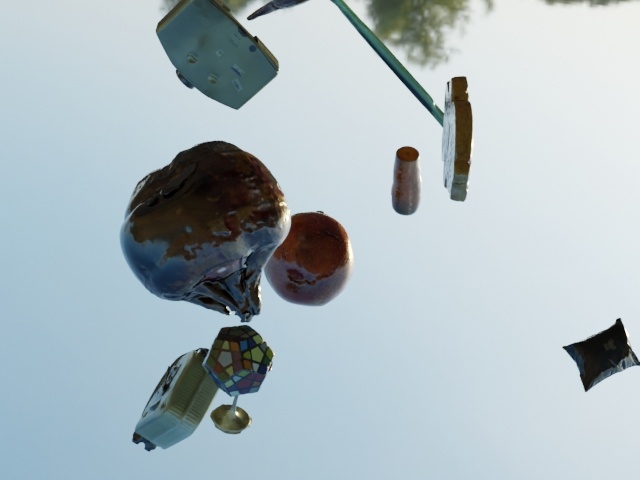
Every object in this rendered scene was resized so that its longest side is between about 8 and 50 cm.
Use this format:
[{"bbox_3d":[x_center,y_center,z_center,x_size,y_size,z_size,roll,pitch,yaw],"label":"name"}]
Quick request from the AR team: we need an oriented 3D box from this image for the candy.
[{"bbox_3d":[0.064,-0.312,1.422,0.440,0.119,0.119,42,-176,-30],"label":"candy"}]

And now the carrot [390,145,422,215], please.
[{"bbox_3d":[0.225,-0.155,2.488,0.087,0.193,0.087,0,-143,0],"label":"carrot"}]

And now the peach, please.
[{"bbox_3d":[-0.027,0.043,2.235,0.231,0.230,0.231,5,-158,-2],"label":"peach"}]

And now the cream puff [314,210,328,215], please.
[{"bbox_3d":[-0.001,-0.001,2.451,0.121,0.156,0.156,-37,-158,8],"label":"cream puff"}]

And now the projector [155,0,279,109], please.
[{"bbox_3d":[-0.246,-0.434,2.211,0.269,0.194,0.088,43,-161,-26],"label":"projector"}]

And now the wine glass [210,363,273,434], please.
[{"bbox_3d":[-0.176,0.323,2.077,0.122,0.182,0.122,10,-149,-6],"label":"wine glass"}]

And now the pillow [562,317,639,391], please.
[{"bbox_3d":[0.505,0.203,1.709,0.150,0.090,0.048,-17,-172,-30],"label":"pillow"}]

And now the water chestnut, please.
[{"bbox_3d":[-0.180,-0.013,1.518,0.289,0.244,0.289,-26,-148,18],"label":"water chestnut"}]

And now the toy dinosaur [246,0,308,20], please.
[{"bbox_3d":[0.021,-0.504,1.752,0.432,0.208,0.097,5,-119,27],"label":"toy dinosaur"}]

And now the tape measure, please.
[{"bbox_3d":[-0.313,0.340,2.095,0.115,0.235,0.207,33,-124,-14],"label":"tape measure"}]

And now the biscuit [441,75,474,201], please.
[{"bbox_3d":[0.192,-0.141,1.324,0.036,0.165,0.225,3,-160,2],"label":"biscuit"}]

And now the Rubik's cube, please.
[{"bbox_3d":[-0.149,0.216,1.735,0.112,0.133,0.133,-38,-141,-16],"label":"Rubik's cube"}]
